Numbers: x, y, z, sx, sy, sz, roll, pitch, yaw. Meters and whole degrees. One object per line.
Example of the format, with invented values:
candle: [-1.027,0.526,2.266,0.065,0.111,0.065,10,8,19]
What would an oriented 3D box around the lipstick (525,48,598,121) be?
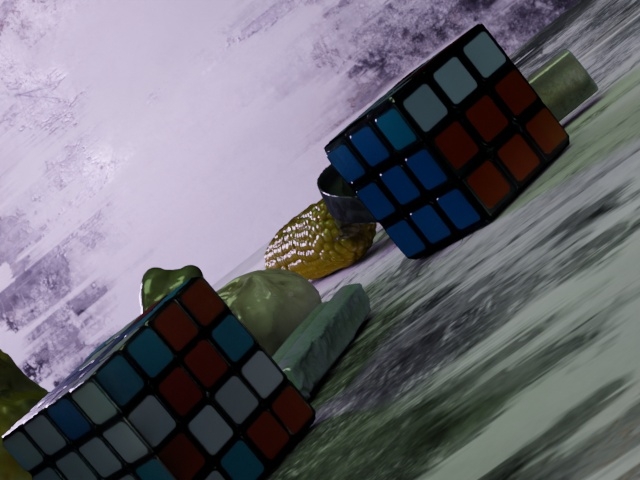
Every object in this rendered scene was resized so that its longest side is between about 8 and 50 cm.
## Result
lipstick: [0.201,-0.118,1.690,0.253,0.077,0.079,-37,5,5]

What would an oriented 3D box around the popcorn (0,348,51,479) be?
popcorn: [-0.378,0.237,1.672,0.237,0.293,0.293,-64,-7,26]

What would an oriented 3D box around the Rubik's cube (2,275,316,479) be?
Rubik's cube: [-0.129,0.150,1.172,0.154,0.155,0.151,-35,8,44]

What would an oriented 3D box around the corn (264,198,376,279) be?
corn: [0.000,0.000,2.016,0.101,0.101,0.310,-40,3,-19]

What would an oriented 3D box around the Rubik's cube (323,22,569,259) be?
Rubik's cube: [0.130,-0.100,1.535,0.163,0.160,0.162,-42,6,-30]

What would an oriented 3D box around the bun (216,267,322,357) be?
bun: [-0.088,0.097,1.710,0.183,0.102,0.183,-40,2,2]

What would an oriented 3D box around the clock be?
clock: [0.103,-0.084,1.843,0.215,0.042,0.215,-16,20,6]

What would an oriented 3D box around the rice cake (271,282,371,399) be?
rice cake: [-0.013,0.107,1.389,0.085,0.040,0.226,-37,5,28]

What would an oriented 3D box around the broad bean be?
broad bean: [-0.168,0.127,1.630,0.153,0.072,0.207,100,171,-60]
